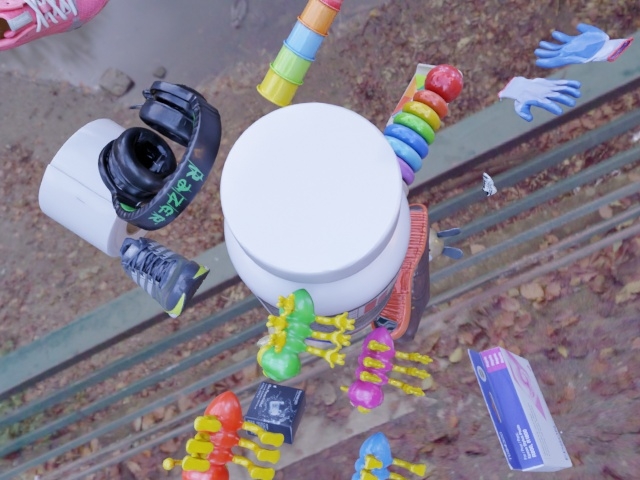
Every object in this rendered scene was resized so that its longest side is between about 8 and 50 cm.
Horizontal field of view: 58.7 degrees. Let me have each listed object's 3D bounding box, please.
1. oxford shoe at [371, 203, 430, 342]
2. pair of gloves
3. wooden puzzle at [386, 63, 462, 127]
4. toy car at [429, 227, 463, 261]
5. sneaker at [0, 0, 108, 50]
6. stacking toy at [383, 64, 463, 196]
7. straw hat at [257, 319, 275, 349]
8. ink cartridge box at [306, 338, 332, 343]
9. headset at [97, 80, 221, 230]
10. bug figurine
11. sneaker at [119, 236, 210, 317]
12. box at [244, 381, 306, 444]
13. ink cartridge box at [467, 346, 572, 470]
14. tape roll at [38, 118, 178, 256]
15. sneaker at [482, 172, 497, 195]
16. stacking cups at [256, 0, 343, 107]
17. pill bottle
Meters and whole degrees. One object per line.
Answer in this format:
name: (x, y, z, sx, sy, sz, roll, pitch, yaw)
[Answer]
oxford shoe: (0.167, 0.063, 1.097, 0.097, 0.098, 0.271, 4, 73, 42)
pair of gloves: (0.369, -0.264, 0.886, 0.198, 0.023, 0.159, -45, 31, -1)
wooden puzzle: (0.312, -0.430, 1.767, 0.221, 0.044, 0.239, 37, 104, 55)
toy car: (0.230, 0.026, 1.298, 0.188, 0.155, 0.149, -9, 47, 9)
sneaker: (-0.489, -0.380, 0.963, 0.313, 0.116, 0.136, -29, 39, -12)
stacking toy: (0.219, -0.263, 1.309, 0.141, 0.141, 0.330, 31, 86, 28)
straw hat: (-0.152, 0.306, 1.662, 0.061, 0.144, 0.144, -23, 62, -16)
ink cartridge box: (-0.058, 0.148, 1.756, 0.069, 0.175, 0.371, -50, 41, 29)
headset: (-0.271, -0.171, 1.039, 0.243, 0.185, 0.394, -45, 43, 16)
bug figurine: (-0.003, 0.170, 0.558, 0.072, 0.279, 0.216, 5, 72, 56)
sneaker: (-0.301, 0.058, 1.045, 0.300, 0.121, 0.111, 7, 63, 59)
box: (-0.143, 0.558, 1.852, 0.158, 0.093, 0.156, 8, 36, 13)
ink cartridge box: (0.554, 0.464, 1.570, 0.071, 0.330, 0.324, -30, 55, 26)
tape roll: (-0.440, -0.110, 1.206, 0.169, 0.246, 0.246, 32, 87, 1)
sneaker: (0.511, -0.169, 1.744, 0.037, 0.083, 0.032, -31, 32, 9)
stacking cups: (-0.040, -0.466, 1.305, 0.096, 0.096, 0.316, 47, 120, 28)
pill bottle: (0.000, 0.000, 0.696, 0.210, 0.363, 0.210, -1, 74, 2)
